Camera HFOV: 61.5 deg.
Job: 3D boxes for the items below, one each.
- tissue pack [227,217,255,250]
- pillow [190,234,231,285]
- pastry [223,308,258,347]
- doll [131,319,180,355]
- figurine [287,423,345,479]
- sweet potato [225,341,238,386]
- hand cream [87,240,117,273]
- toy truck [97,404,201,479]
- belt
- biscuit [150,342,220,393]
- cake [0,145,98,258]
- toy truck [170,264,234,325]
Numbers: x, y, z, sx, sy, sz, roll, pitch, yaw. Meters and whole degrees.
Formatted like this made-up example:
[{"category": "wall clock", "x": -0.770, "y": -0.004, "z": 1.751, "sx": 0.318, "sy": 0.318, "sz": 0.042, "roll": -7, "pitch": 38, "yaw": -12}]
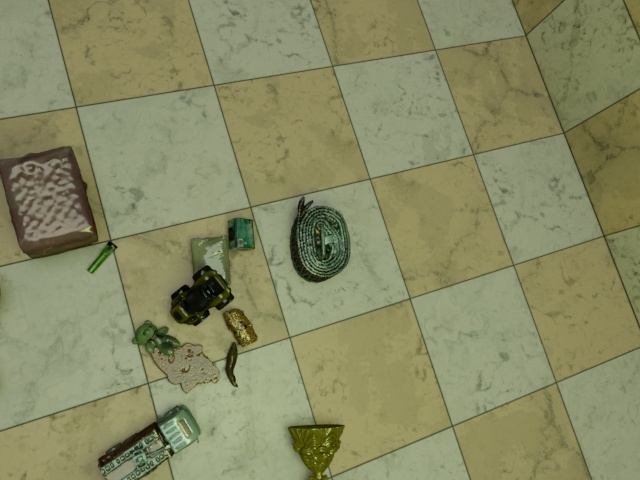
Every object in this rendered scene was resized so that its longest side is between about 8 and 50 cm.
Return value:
[{"category": "tissue pack", "x": -0.291, "y": -0.018, "z": 1.932, "sx": 0.085, "sy": 0.079, "sz": 0.111, "roll": 5, "pitch": 74, "yaw": -47}, {"category": "pillow", "x": -0.380, "y": 0.075, "z": 1.882, "sx": 0.134, "sy": 0.078, "sz": 0.181, "roll": -5, "pitch": 85, "yaw": -12}, {"category": "pastry", "x": -0.278, "y": 0.300, "z": 1.870, "sx": 0.080, "sy": 0.056, "sz": 0.140, "roll": -25, "pitch": 87, "yaw": -24}, {"category": "doll", "x": -0.537, "y": 0.320, "z": 1.773, "sx": 0.150, "sy": 0.077, "sz": 0.115, "roll": 25, "pitch": 48, "yaw": 2}, {"category": "figurine", "x": -0.009, "y": 0.776, "z": 1.774, "sx": 0.187, "sy": 0.168, "sz": 0.315, "roll": 11, "pitch": 71, "yaw": -41}, {"category": "sweet potato", "x": -0.303, "y": 0.425, "z": 1.844, "sx": 0.041, "sy": 0.038, "sz": 0.153, "roll": -3, "pitch": 79, "yaw": 7}, {"category": "hand cream", "x": -0.737, "y": 0.058, "z": 1.813, "sx": 0.036, "sy": 0.023, "sz": 0.122, "roll": 36, "pitch": 70, "yaw": -4}, {"category": "toy truck", "x": -0.524, "y": 0.643, "z": 1.665, "sx": 0.305, "sy": 0.162, "sz": 0.136, "roll": -31, "pitch": 87, "yaw": -20}, {"category": "belt", "x": 0.000, "y": 0.000, "z": 1.959, "sx": 0.207, "sy": 0.160, "sz": 0.295, "roll": 4, "pitch": 77, "yaw": -15}, {"category": "biscuit", "x": -0.455, "y": 0.416, "z": 1.804, "sx": 0.250, "sy": 0.035, "sz": 0.162, "roll": 27, "pitch": 65, "yaw": -9}, {"category": "cake", "x": -0.852, "y": -0.109, "z": 1.707, "sx": 0.230, "sy": 0.237, "sz": 0.309, "roll": -14, "pitch": 83, "yaw": -18}, {"category": "toy truck", "x": -0.407, "y": 0.198, "z": 1.769, "sx": 0.224, "sy": 0.165, "sz": 0.147, "roll": -37, "pitch": 94, "yaw": 18}]
